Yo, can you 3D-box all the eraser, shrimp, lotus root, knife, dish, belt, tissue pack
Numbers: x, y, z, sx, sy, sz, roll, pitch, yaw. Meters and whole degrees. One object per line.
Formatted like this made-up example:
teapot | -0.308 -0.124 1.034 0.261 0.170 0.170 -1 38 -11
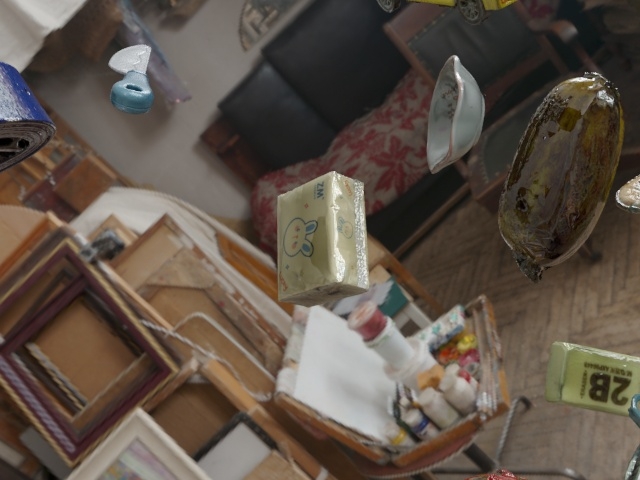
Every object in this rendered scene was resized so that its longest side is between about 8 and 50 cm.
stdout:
eraser | 0.518 0.264 1.322 0.058 0.172 0.117 156 126 -77
shrimp | 0.686 -0.111 1.341 0.251 0.052 0.143 -32 28 -11
lotus root | 0.452 -0.113 1.306 0.179 0.196 0.397 29 103 44
knife | -0.251 -0.226 0.927 0.244 0.058 0.032 -112 33 -55
dish | 0.270 -0.237 1.354 0.229 0.081 0.229 -173 90 -85
belt | -0.523 -0.156 0.977 0.212 0.117 0.347 -31 5 14
tissue pack | 0.000 0.000 1.173 0.148 0.092 0.196 -21 61 41

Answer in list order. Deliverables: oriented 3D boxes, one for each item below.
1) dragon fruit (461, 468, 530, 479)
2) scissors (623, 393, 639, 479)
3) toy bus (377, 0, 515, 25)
dragon fruit | 0.242 0.459 1.072 0.134 0.212 0.262 122 170 -65
scissors | 0.488 0.313 1.021 0.289 0.138 0.041 -17 -34 -51
toy bus | 0.198 -0.434 1.063 0.144 0.152 0.330 -32 33 -15
